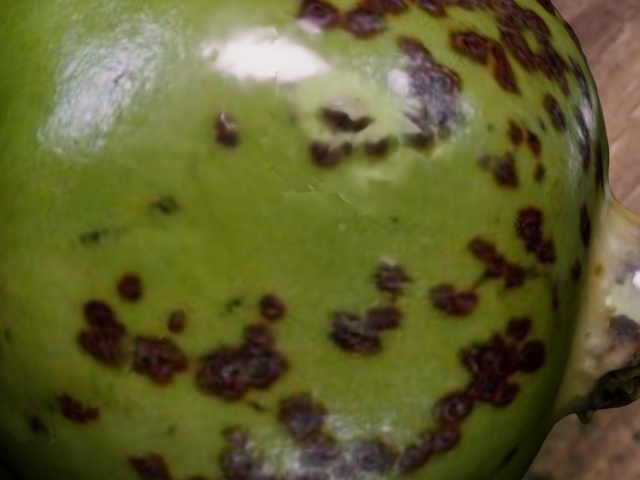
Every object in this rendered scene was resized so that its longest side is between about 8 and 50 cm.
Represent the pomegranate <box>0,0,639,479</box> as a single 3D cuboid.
[{"bbox_3d":[0.000,0.000,0.620,0.270,0.254,0.254,15,59,14],"label":"pomegranate"}]
